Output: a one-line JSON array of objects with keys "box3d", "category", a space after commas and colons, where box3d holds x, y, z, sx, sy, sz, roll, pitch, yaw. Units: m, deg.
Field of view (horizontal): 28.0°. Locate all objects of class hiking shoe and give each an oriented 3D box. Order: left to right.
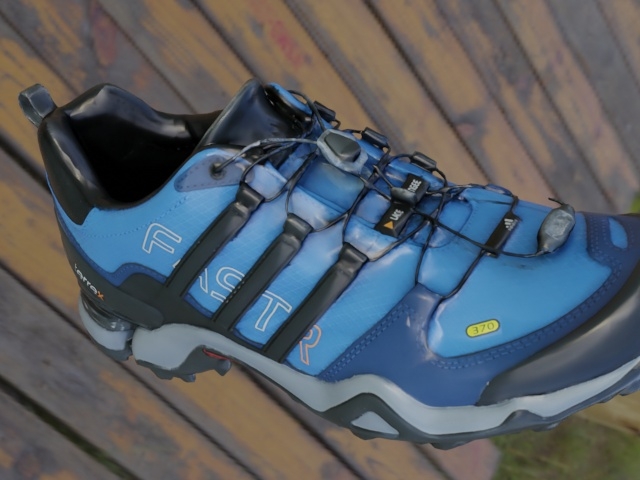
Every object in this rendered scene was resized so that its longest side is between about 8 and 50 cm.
[{"box3d": [0.000, 0.000, 0.532, 0.113, 0.304, 0.132, -57, 138, -41], "category": "hiking shoe"}]
